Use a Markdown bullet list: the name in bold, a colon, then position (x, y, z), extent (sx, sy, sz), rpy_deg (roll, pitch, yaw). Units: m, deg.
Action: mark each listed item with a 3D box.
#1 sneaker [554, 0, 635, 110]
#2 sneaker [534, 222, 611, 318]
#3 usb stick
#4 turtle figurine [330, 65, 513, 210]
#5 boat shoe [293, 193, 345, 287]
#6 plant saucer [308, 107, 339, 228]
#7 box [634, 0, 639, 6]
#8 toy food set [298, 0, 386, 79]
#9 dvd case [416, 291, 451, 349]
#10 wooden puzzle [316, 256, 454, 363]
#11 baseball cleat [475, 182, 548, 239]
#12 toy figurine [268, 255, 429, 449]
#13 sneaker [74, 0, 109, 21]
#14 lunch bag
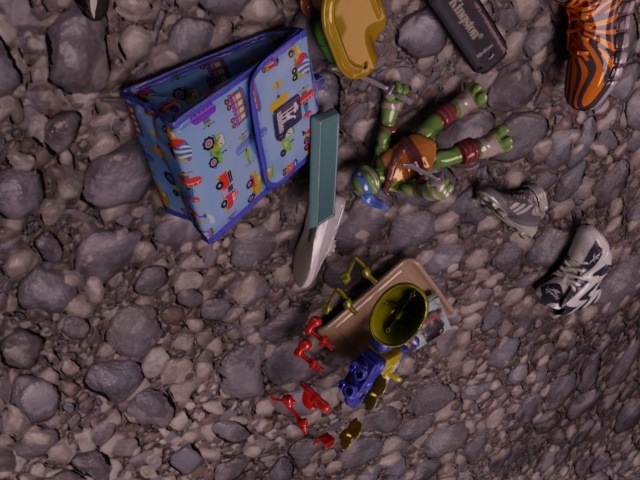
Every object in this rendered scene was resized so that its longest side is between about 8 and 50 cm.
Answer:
- **sneaker**: position (0.439, -0.385, 1.465), extent (0.180, 0.124, 0.321), rpy_deg (-1, 112, -26)
- **sneaker**: position (0.544, 0.081, 1.866), extent (0.153, 0.094, 0.235), rpy_deg (-30, 143, -22)
- **usb stick**: position (0.221, -0.374, 1.373), extent (0.077, 0.045, 0.278), rpy_deg (-45, 134, 3)
- **turtle figurine**: position (0.182, -0.171, 1.394), extent (0.266, 0.198, 0.275), rpy_deg (-26, 136, -19)
- **boat shoe**: position (0.000, 0.000, 1.500), extent (0.063, 0.066, 0.184), rpy_deg (0, 112, -31)
- **plant saucer**: position (0.007, -0.114, 1.376), extent (0.067, 0.018, 0.192), rpy_deg (-33, 133, -49)
- **box**: position (0.559, -0.460, 1.538), extent (0.067, 0.018, 0.083), rpy_deg (-35, 133, -5)
- **toy food set**: position (0.024, -0.343, 1.267), extent (0.128, 0.071, 0.218), rpy_deg (-51, 140, -24)
- **dvd case**: position (0.212, 0.163, 1.716), extent (0.087, 0.013, 0.119), rpy_deg (-31, 134, -4)
- **wooden puzzle**: position (0.131, 0.155, 1.706), extent (0.238, 0.044, 0.221), rpy_deg (-38, 134, 3)
- **baseball cleat**: position (0.379, -0.081, 1.679), extent (0.206, 0.072, 0.109), rpy_deg (34, 87, -47)
- **toy figurine**: position (0.090, 0.204, 1.634), extent (0.362, 0.191, 0.217), rpy_deg (-62, 159, 16)
- **sneaker**: position (-0.247, -0.396, 1.033), extent (0.108, 0.100, 0.271), rpy_deg (-3, 123, -36)
- **lunch bag**: position (-0.113, -0.176, 1.275), extent (0.293, 0.138, 0.221), rpy_deg (-36, 137, -24)
